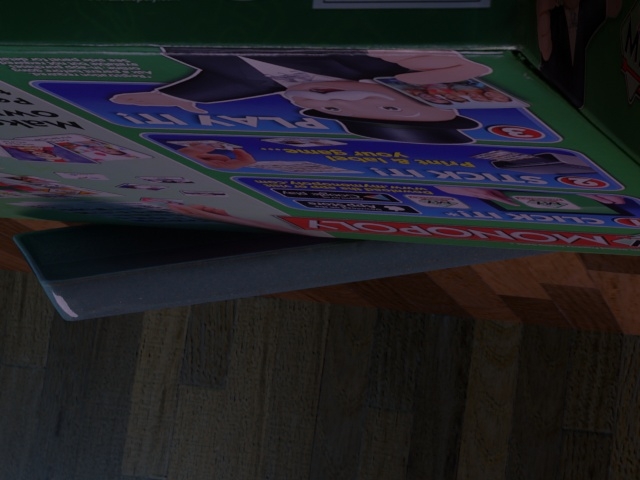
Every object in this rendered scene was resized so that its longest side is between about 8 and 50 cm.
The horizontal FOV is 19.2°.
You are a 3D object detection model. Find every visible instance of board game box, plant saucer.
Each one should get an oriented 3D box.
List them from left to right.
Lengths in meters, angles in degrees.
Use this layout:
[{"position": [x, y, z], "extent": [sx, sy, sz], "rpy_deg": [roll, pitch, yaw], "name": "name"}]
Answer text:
[{"position": [-0.061, -0.042, 0.503], "extent": [0.317, 0.046, 0.213], "rpy_deg": [3, 171, 25], "name": "board game box"}, {"position": [0.000, 0.000, 0.616], "extent": [0.192, 0.018, 0.067], "rpy_deg": [-7, -166, -16], "name": "plant saucer"}]
